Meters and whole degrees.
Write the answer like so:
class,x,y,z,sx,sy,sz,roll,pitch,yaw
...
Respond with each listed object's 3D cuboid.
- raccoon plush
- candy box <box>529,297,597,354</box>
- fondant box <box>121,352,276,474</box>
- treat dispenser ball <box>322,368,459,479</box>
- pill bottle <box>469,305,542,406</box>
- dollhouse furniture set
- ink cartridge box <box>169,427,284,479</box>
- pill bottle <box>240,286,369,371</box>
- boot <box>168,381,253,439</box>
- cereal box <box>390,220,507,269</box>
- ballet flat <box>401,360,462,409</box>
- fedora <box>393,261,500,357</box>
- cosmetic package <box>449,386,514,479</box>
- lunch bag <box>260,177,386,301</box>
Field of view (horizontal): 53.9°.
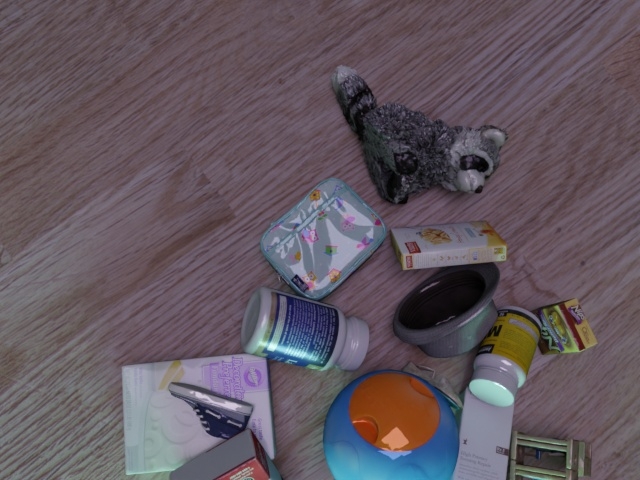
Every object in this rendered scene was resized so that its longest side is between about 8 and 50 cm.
class,x,y,z,sx,sy,sz,roll,pitch,yaw
raccoon plush,0.250,-0.292,1.526,0.299,0.216,0.446,-20,80,-12
candy box,0.542,0.200,1.434,0.053,0.186,0.109,-21,80,-8
fondant box,-0.275,0.388,1.439,0.330,0.096,0.238,-5,79,-3
treat dispenser ball,0.149,0.421,1.339,0.288,0.288,0.288,0,79,-1
pill bottle,0.416,0.260,1.420,0.119,0.119,0.208,30,55,5
dollhouse furniture set,0.516,0.506,1.403,0.129,0.184,0.129,-2,71,35
ink cartridge box,-0.165,0.570,1.333,0.197,0.114,0.273,-29,112,-4
pill bottle,-0.034,0.206,1.417,0.265,0.153,0.153,17,79,-19
boot,-0.247,0.372,1.359,0.190,0.069,0.086,18,84,1
cereal box,0.295,0.008,1.479,0.240,0.173,0.047,-5,111,-2
ballet flat,0.261,0.327,1.447,0.168,0.057,0.052,25,66,34
fedora,0.307,0.172,1.442,0.275,0.244,0.124,-34,110,0
cosmetic package,0.356,0.456,1.406,0.117,0.085,0.231,13,64,4
lunch bag,0.000,0.000,1.507,0.279,0.108,0.224,-42,83,-7
